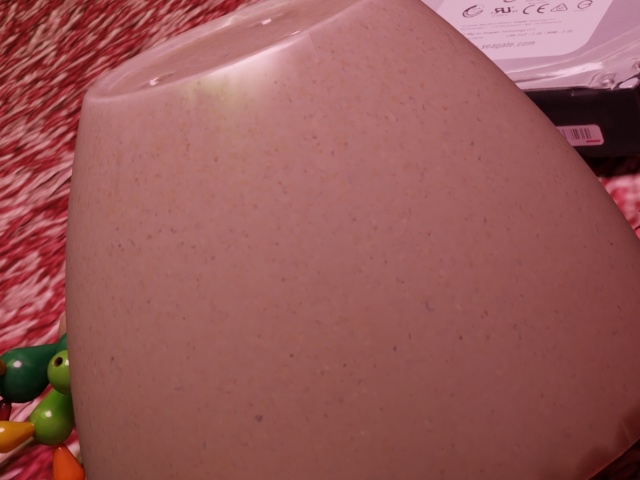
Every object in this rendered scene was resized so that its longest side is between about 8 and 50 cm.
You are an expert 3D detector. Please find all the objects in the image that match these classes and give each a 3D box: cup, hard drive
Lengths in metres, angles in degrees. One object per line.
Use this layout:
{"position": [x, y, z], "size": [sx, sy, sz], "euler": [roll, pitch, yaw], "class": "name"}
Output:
{"position": [0.000, 0.000, 1.002], "size": [0.331, 0.237, 0.331], "euler": [-20, 15, 5], "class": "cup"}
{"position": [0.173, -0.177, 1.339], "size": [0.237, 0.064, 0.339], "euler": [0, 38, 34], "class": "hard drive"}

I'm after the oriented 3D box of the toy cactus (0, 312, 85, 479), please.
{"position": [-0.147, 0.077, 1.288], "size": [0.219, 0.112, 0.180], "euler": [-33, 9, 4], "class": "toy cactus"}
